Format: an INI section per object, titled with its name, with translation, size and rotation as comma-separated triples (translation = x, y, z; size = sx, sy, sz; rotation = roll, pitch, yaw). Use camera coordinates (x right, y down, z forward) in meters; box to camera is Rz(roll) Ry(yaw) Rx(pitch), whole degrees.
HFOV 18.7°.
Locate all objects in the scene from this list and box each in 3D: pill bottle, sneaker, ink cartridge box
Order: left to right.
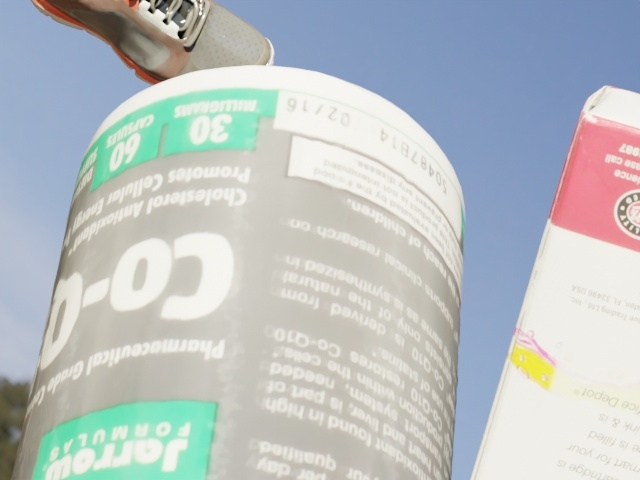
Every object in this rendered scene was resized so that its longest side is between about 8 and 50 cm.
[sneaker]
translation = -0.099, -0.133, 1.119
size = 0.158, 0.061, 0.065
rotation = 23, -22, -2
[pill bottle]
translation = -0.040, 0.113, 0.899
size = 0.204, 0.361, 0.204
rotation = 4, -38, 3
[ink cartridge box]
translation = 0.227, 0.085, 1.190
size = 0.226, 0.306, 0.131
rotation = 18, 18, 8
